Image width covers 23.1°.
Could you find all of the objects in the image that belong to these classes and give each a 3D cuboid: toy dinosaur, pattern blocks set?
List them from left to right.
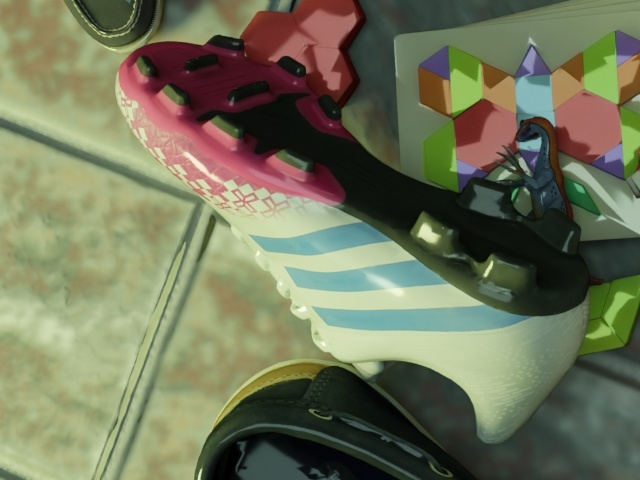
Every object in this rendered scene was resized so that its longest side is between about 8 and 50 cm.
[{"bbox_3d":[0.130,-0.071,0.938,0.325,0.026,0.285,-20,83,14],"label":"pattern blocks set"},{"bbox_3d":[0.130,-0.028,0.912,0.090,0.047,0.082,22,85,-17],"label":"toy dinosaur"}]

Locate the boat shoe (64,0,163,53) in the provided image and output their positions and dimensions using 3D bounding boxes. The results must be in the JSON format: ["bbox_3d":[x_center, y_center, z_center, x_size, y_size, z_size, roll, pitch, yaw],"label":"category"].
[{"bbox_3d":[-0.161,-0.219,1.007,0.075,0.065,0.206,-20,83,14],"label":"boat shoe"}]

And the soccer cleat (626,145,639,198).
[{"bbox_3d":[0.266,0.029,0.855,0.095,0.083,0.248,-36,88,8],"label":"soccer cleat"}]

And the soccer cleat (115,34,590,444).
[{"bbox_3d":[0.000,0.000,0.907,0.331,0.116,0.143,32,127,27],"label":"soccer cleat"}]

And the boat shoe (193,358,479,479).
[{"bbox_3d":[0.112,0.262,0.865,0.500,0.156,0.187,44,98,12],"label":"boat shoe"}]
